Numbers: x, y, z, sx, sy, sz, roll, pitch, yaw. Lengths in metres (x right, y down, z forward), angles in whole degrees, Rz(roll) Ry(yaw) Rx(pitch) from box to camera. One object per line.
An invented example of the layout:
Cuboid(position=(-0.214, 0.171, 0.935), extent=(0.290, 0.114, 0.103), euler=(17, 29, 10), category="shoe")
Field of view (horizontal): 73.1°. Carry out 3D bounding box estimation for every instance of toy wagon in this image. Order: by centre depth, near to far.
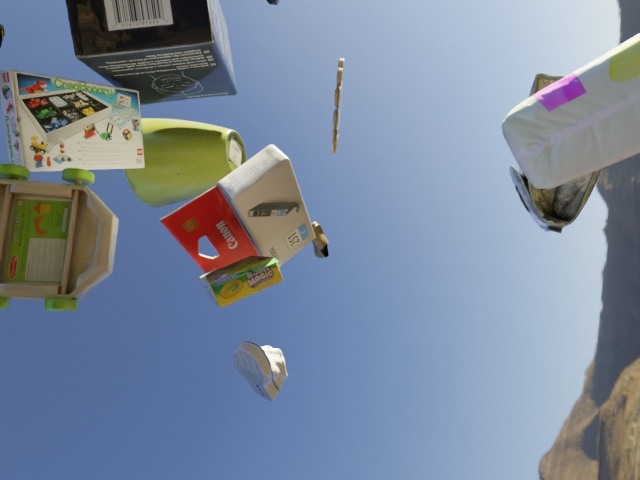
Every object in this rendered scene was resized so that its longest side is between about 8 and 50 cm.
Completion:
Cuboid(position=(-0.568, -0.007, 0.802), extent=(0.344, 0.068, 0.268), euler=(3, -101, -8), category="toy wagon")

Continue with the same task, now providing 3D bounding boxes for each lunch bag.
Cuboid(position=(0.480, -0.157, 0.881), extent=(0.235, 0.168, 0.287), euler=(3, -84, -65), category="lunch bag")

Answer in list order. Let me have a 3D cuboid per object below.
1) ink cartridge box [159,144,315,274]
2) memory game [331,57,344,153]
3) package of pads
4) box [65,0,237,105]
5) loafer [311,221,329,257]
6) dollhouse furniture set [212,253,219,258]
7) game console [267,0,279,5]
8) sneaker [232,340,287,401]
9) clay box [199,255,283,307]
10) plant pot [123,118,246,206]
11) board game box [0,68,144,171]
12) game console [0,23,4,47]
Cuboid(position=(-0.152, -0.021, 0.922), extent=(0.261, 0.066, 0.296), euler=(-38, -30, -12), category="ink cartridge box")
Cuboid(position=(0.034, -0.265, 0.862), extent=(0.186, 0.012, 0.186), euler=(5, -90, -88), category="memory game")
Cuboid(position=(0.356, -0.170, 0.442), extent=(0.229, 0.296, 0.101), euler=(-30, -87, -55), category="package of pads")
Cuboid(position=(-0.389, -0.505, 1.079), extent=(0.395, 0.293, 0.212), euler=(-149, 51, -85), category="box")
Cuboid(position=(0.000, 0.000, 1.485), extent=(0.056, 0.050, 0.148), euler=(-46, -45, -32), category="loafer")
Cuboid(position=(-0.239, 0.084, 1.109), extent=(0.058, 0.076, 0.152), euler=(-30, -43, -53), category="dollhouse furniture set")
Cuboid(position=(-0.014, -0.600, 0.750), extent=(0.293, 0.173, 0.250), euler=(60, -136, -78), category="game console")
Cuboid(position=(-0.135, 0.285, 1.008), extent=(0.091, 0.094, 0.258), euler=(-59, -21, -32), category="sneaker")
Cuboid(position=(-0.158, 0.076, 0.843), extent=(0.127, 0.222, 0.053), euler=(-22, -82, -20), category="clay box")
Cuboid(position=(-0.387, -0.250, 1.312), extent=(0.275, 0.293, 0.275), euler=(-4, -90, -73), category="plant pot")
Cuboid(position=(-0.536, -0.256, 0.970), extent=(0.305, 0.053, 0.193), euler=(-22, -66, -63), category="board game box")
Cuboid(position=(-0.765, -0.350, 0.764), extent=(0.213, 0.361, 0.044), euler=(-14, -84, -65), category="game console")
